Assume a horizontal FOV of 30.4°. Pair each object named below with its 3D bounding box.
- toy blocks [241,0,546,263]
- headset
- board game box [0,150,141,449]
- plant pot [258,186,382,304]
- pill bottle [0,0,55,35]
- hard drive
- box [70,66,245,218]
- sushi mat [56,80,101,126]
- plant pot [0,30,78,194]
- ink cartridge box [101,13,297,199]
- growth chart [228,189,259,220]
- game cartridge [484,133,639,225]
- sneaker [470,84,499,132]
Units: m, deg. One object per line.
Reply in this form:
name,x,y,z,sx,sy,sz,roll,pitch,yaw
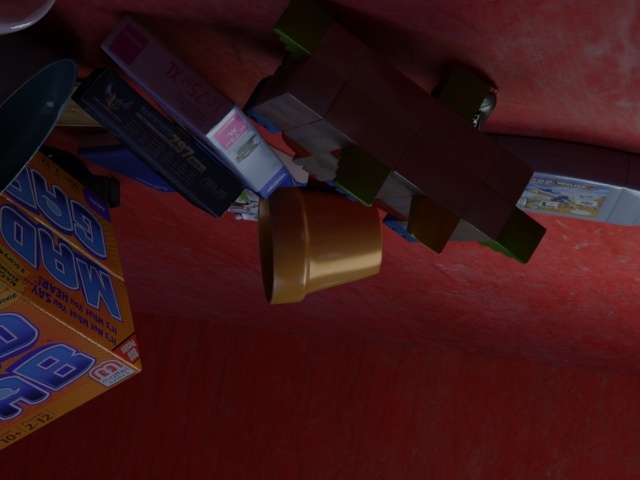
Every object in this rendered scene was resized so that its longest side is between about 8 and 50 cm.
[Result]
toy blocks,0.061,-0.114,1.393,0.381,0.191,0.261,34,169,-16
headset,-0.526,-0.115,2.089,0.243,0.185,0.394,-3,178,27
board game box,-0.549,0.074,1.827,0.356,0.356,0.356,-29,142,14
plant pot,0.000,0.000,1.976,0.188,0.205,0.205,-3,169,-9
pill bottle,-0.394,-0.265,1.172,0.272,0.152,0.152,-1,163,43
hard drive,-0.206,-0.128,1.884,0.318,0.040,0.210,0,164,40
box,-0.217,-0.130,1.544,0.232,0.059,0.183,41,176,-16
sushi mat,-0.424,-0.206,1.768,0.316,0.019,0.151,4,165,26
plant pot,-0.473,-0.169,1.471,0.196,0.293,0.293,38,166,0
ink cartridge box,-0.143,-0.153,1.489,0.186,0.065,0.311,41,180,19
growth chart,-0.145,-0.072,2.135,0.172,0.021,0.237,6,166,25
game cartridge,0.322,-0.084,1.624,0.297,0.062,0.198,9,172,8
sneaker,0.181,-0.145,1.431,0.061,0.065,0.158,9,168,7
